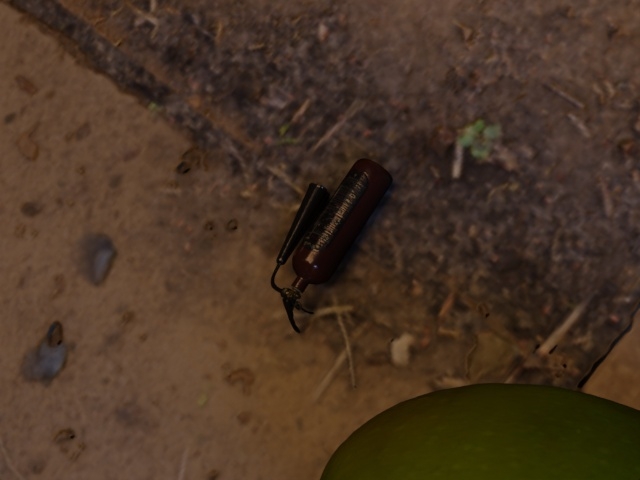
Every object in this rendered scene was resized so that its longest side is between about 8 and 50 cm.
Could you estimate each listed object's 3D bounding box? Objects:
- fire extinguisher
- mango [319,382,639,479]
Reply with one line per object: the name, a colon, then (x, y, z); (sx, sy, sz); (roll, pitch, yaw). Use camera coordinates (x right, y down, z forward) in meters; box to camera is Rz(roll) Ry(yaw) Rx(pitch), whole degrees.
fire extinguisher: (-0.003, -0.003, 1.060); (0.046, 0.032, 0.100); (30, 78, 23)
mango: (0.151, 0.174, 0.824); (0.343, 0.156, 0.192); (26, 41, 19)
